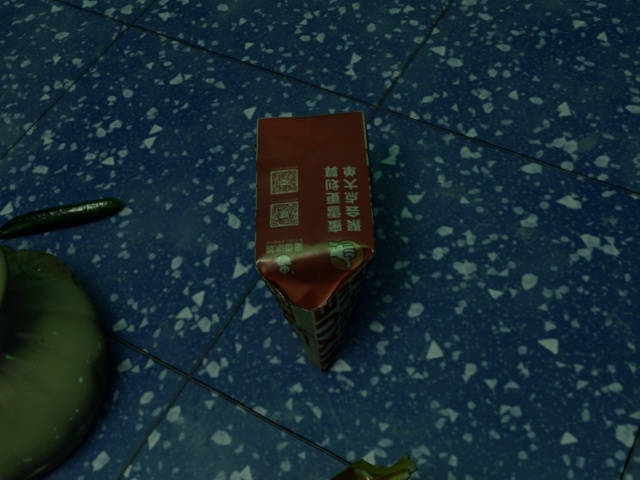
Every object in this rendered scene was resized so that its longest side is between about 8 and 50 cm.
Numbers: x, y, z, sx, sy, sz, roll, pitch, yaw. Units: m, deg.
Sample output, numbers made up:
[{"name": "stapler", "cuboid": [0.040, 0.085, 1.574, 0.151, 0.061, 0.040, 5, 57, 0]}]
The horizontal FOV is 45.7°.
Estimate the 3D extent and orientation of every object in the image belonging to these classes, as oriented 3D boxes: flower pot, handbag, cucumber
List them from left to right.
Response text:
[{"name": "flower pot", "cuboid": [-0.413, 0.120, 0.877, 0.307, 0.244, 0.308, -3, 56, 5]}, {"name": "cucumber", "cuboid": [-0.379, -0.035, 1.101, 0.184, 0.036, 0.033, -11, 63, 0]}, {"name": "handbag", "cuboid": [0.000, 0.000, 0.945, 0.151, 0.171, 0.298, -5, 60, 1]}]

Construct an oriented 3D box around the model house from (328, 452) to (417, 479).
[{"name": "model house", "cuboid": [-0.013, 0.357, 0.676, 0.357, 0.313, 0.243, -33, 82, 20]}]
